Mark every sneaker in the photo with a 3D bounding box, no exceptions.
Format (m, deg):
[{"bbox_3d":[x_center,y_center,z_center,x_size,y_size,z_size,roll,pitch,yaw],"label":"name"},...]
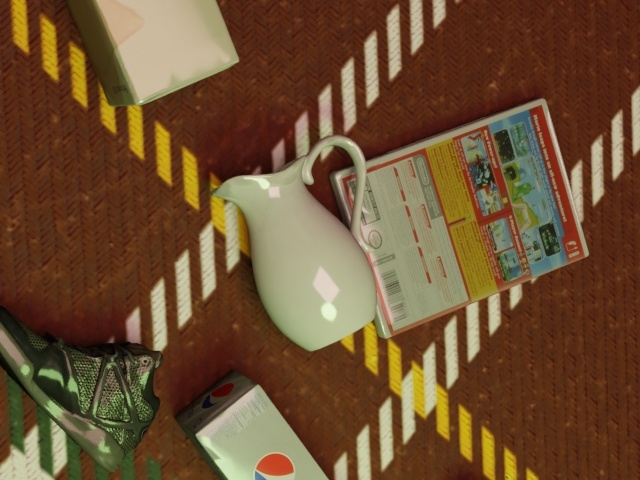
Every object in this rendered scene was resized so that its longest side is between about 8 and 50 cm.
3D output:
[{"bbox_3d":[-0.255,0.126,1.535,0.130,0.087,0.227,-47,111,-13],"label":"sneaker"}]

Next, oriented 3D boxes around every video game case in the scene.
[{"bbox_3d":[0.167,-0.029,1.714,0.285,0.025,0.204,-21,100,-18],"label":"video game case"}]

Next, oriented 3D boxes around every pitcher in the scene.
[{"bbox_3d":[0.000,0.000,1.603,0.178,0.125,0.207,-27,92,-14],"label":"pitcher"}]

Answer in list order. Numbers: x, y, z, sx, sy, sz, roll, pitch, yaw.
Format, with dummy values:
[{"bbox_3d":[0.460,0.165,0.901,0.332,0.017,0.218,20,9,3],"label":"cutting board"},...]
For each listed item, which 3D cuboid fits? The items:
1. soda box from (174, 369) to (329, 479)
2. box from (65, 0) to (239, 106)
[{"bbox_3d":[-0.038,0.285,1.619,0.091,0.098,0.286,-38,105,-13],"label":"soda box"},{"bbox_3d":[-0.208,-0.301,1.490,0.121,0.148,0.311,-25,101,-16],"label":"box"}]
